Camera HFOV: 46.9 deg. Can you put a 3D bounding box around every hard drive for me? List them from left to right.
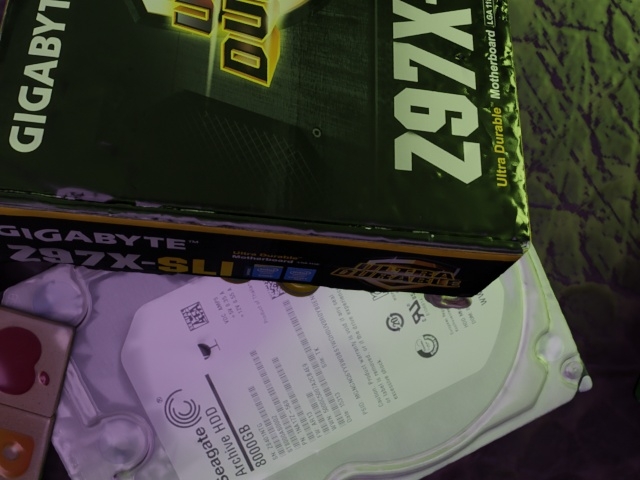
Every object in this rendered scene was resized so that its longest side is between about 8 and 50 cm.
[{"bbox_3d":[-0.013,0.067,0.500,0.339,0.064,0.237,-25,96,-5],"label":"hard drive"}]

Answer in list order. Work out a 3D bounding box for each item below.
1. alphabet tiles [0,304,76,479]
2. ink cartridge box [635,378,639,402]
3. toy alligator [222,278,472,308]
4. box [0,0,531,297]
[{"bbox_3d":[-0.331,0.088,0.451,0.342,0.011,0.285,16,97,0],"label":"alphabet tiles"},{"bbox_3d":[0.341,0.057,0.437,0.117,0.278,0.201,21,91,-8],"label":"ink cartridge box"},{"bbox_3d":[0.000,0.000,0.442,0.189,0.056,0.051,12,51,-8],"label":"toy alligator"},{"bbox_3d":[-0.028,-0.136,0.415,0.257,0.079,0.322,6,66,-9],"label":"box"}]
